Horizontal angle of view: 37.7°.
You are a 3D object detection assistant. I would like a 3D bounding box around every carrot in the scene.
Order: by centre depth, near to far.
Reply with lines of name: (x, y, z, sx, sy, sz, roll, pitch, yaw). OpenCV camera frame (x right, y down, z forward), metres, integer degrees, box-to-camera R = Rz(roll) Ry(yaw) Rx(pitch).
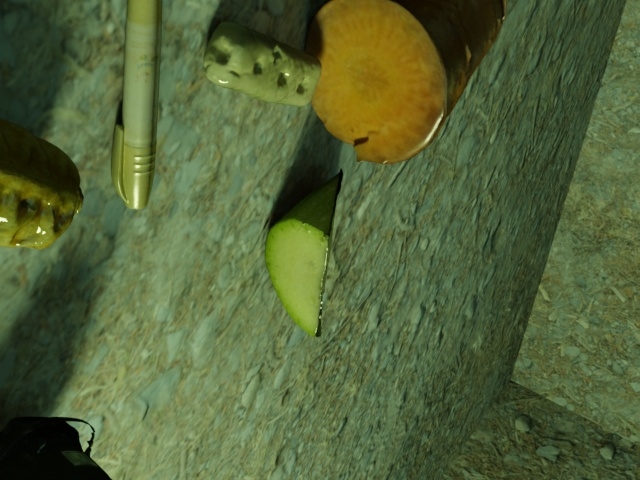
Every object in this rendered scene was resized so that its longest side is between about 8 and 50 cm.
carrot: (0.120, -0.225, 1.085, 0.254, 0.196, 0.196, -40, 148, -44)

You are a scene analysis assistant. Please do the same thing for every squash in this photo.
squash: (-0.024, -0.002, 1.178, 0.184, 0.085, 0.192, -82, 180, -50)

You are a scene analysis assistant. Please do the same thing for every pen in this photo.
pen: (-0.157, -0.127, 0.796, 0.040, 0.032, 0.233, -14, 129, -31)

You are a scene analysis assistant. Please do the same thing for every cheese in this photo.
cheese: (-0.056, -0.173, 0.948, 0.065, 0.043, 0.194, -64, 159, 12)

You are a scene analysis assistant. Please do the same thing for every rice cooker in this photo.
rice cooker: (-0.268, 0.252, 0.837, 0.203, 0.118, 0.142, -61, 157, 2)

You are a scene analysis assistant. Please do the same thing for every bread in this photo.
bread: (-0.269, -0.059, 0.572, 0.077, 0.084, 0.367, -24, 162, 16)
